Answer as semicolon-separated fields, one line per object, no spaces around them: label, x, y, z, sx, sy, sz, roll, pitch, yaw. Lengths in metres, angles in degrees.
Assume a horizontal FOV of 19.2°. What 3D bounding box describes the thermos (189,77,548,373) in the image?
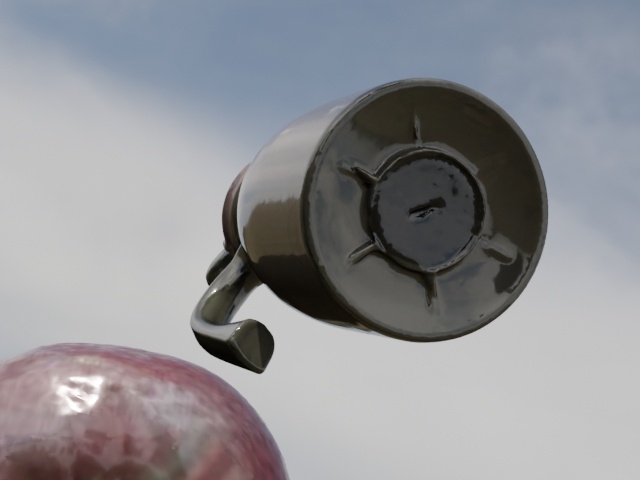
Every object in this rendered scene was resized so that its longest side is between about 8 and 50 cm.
thermos;0.000;0.000;0.830;0.105;0.137;0.193;44;-14;-15

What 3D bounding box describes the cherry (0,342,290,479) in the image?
cherry;-0.136;0.163;1.083;0.236;0.213;0.285;16;5;-17
